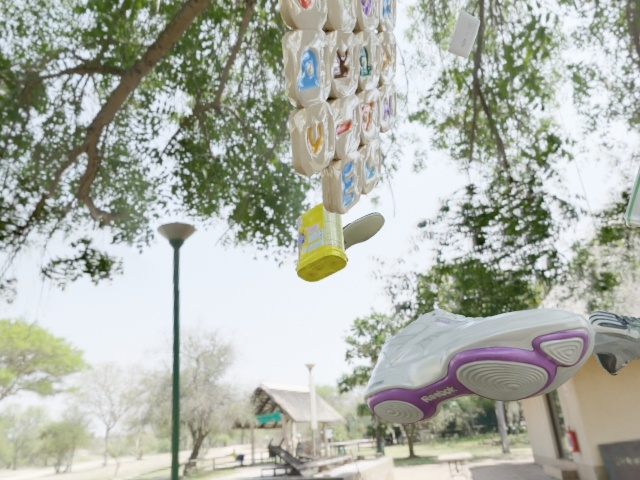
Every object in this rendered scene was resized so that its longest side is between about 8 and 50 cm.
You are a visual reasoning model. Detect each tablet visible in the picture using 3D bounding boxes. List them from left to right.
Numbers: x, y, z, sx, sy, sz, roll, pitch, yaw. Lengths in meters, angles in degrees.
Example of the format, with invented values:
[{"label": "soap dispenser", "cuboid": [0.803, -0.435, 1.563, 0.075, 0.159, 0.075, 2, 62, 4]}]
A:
[{"label": "tablet", "cuboid": [0.204, -0.290, 0.659, 0.006, 0.054, 0.083, 28, 26, 28]}]

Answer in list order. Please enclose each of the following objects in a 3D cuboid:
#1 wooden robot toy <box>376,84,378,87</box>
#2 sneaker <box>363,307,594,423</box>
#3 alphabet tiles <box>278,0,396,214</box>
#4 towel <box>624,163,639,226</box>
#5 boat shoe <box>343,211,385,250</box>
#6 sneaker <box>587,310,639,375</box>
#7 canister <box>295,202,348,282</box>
[{"label": "wooden robot toy", "cuboid": [0.040, -0.218, 0.776, 0.173, 0.076, 0.079, -25, -10, 34]}, {"label": "sneaker", "cuboid": [0.175, 0.128, 0.585, 0.114, 0.152, 0.305, 42, -47, -18]}, {"label": "alphabet tiles", "cuboid": [0.029, -0.177, 0.462, 0.021, 0.284, 0.278, 7, 25, 23]}, {"label": "towel", "cuboid": [0.906, -0.135, 1.087, 0.038, 0.248, 0.325, 23, -6, -26]}, {"label": "boat shoe", "cuboid": [0.087, -0.025, 1.427, 0.233, 0.079, 0.084, -32, -58, 12]}, {"label": "sneaker", "cuboid": [0.668, 0.232, 0.981, 0.229, 0.086, 0.132, 12, -66, 10]}, {"label": "canister", "cuboid": [0.000, 0.000, 1.125, 0.126, 0.170, 0.073, -29, -45, 30]}]
